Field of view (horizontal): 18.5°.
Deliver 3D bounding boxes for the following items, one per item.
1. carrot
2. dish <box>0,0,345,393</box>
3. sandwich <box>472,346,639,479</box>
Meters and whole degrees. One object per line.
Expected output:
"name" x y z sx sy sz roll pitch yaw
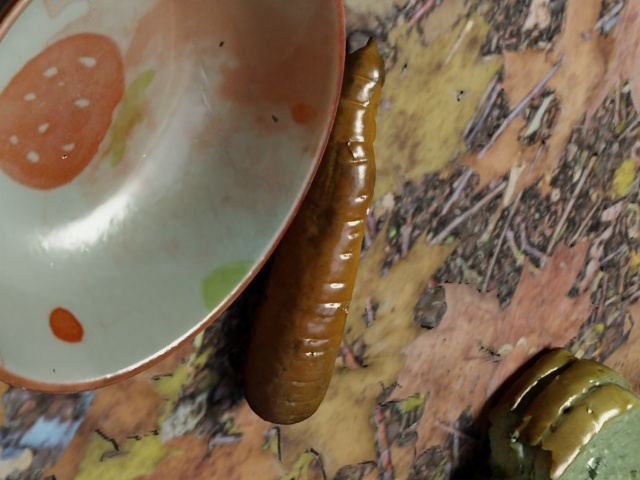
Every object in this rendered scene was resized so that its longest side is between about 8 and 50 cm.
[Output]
"carrot" 0.000 0.000 1.151 0.059 0.059 0.248 -12 123 -48
"dish" -0.105 -0.060 0.935 0.260 0.085 0.260 -33 139 -35
"sandwich" 0.152 0.232 1.502 0.273 0.095 0.249 -43 141 -19
